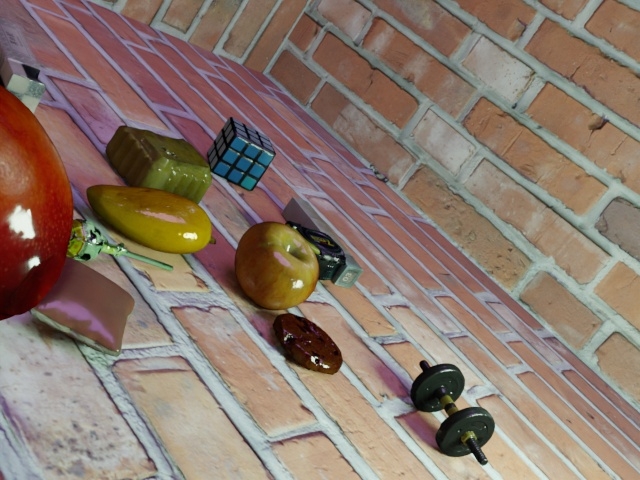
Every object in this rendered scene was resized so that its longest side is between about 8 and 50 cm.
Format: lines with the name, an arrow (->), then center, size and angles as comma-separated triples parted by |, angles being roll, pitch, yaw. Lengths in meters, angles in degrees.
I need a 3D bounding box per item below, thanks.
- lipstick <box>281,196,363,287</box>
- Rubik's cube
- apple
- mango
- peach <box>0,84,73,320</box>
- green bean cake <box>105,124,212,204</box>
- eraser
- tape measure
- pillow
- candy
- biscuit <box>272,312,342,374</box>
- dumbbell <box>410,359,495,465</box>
lipstick -> 0.000, 0.000, 2.238 | 0.076, 0.079, 0.371 | 16, 26, -43
Rubik's cube -> -0.263, -0.285, 2.346 | 0.161, 0.162, 0.163 | 27, 19, -27
apple -> -0.114, 0.069, 1.729 | 0.210, 0.173, 0.234 | 34, 27, -19
mango -> -0.382, -0.053, 1.631 | 0.317, 0.119, 0.176 | 20, 31, -28
peach -> -0.533, -0.046, 0.979 | 0.388, 0.388, 0.388 | 32, 19, -12
green bean cake -> -0.432, -0.212, 1.926 | 0.233, 0.124, 0.236 | 46, 21, 29
eraser -> -0.843, -0.486, 1.920 | 0.096, 0.098, 0.404 | 17, 25, -42
tape measure -> -0.027, 0.038, 2.051 | 0.199, 0.112, 0.186 | 14, 20, -37
pillow -> -0.408, 0.117, 1.227 | 0.171, 0.075, 0.179 | 35, 20, -20
candy -> -0.413, 0.028, 1.470 | 0.305, 0.083, 0.091 | 26, 17, -51
biscuit -> -0.030, 0.238, 1.645 | 0.192, 0.049, 0.192 | 38, 16, -13
dumbbell -> 0.310, 0.401, 1.687 | 0.143, 0.143, 0.325 | 23, 22, -33
